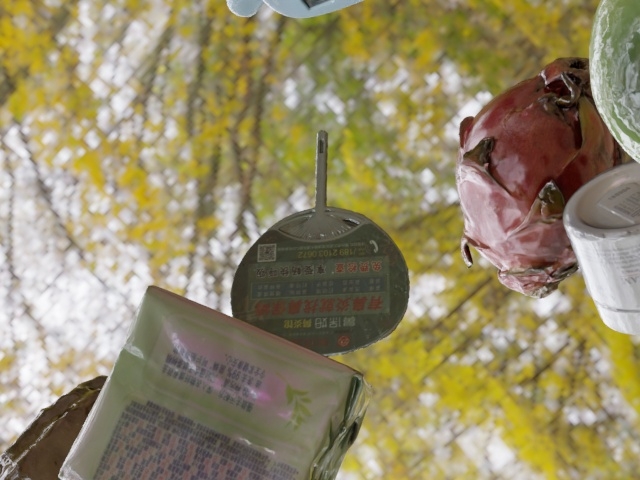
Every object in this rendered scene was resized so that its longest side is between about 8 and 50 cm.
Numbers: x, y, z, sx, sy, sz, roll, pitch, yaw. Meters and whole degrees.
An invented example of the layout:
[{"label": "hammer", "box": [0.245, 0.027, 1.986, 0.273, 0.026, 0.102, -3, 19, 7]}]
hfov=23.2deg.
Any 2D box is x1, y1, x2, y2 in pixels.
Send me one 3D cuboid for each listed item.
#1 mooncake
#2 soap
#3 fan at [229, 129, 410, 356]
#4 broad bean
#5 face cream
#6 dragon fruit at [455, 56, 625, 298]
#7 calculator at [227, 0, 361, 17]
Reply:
[{"label": "mooncake", "box": [-0.284, 0.315, 1.881, 0.187, 0.324, 0.324, 41, -156, 11]}, {"label": "soap", "box": [-0.080, 0.160, 1.293, 0.199, 0.182, 0.138, 23, 174, 10]}, {"label": "fan", "box": [-0.024, 0.024, 1.954, 0.294, 0.223, 0.012, 59, 179, 26]}, {"label": "broad bean", "box": [0.318, -0.129, 1.288, 0.228, 0.169, 0.100, 46, -164, 4]}, {"label": "face cream", "box": [0.396, 0.004, 1.879, 0.177, 0.177, 0.153, -83, -29, -59]}, {"label": "dragon fruit", "box": [0.290, -0.089, 2.089, 0.250, 0.315, 0.250, 1, -140, -1]}, {"label": "calculator", "box": [0.005, -0.375, 2.119, 0.188, 0.303, 0.042, 41, -141, -59]}]
